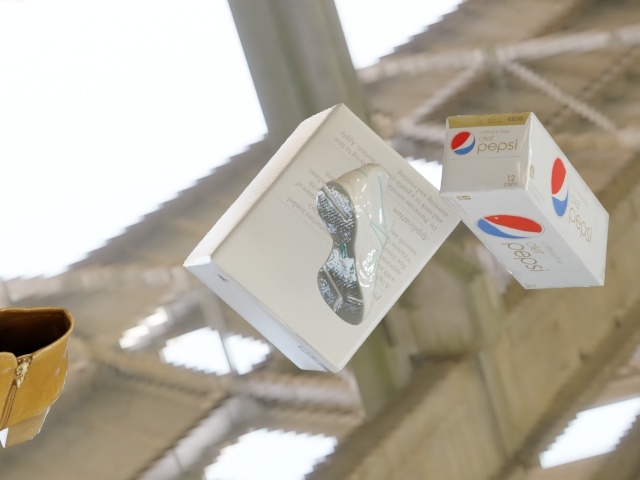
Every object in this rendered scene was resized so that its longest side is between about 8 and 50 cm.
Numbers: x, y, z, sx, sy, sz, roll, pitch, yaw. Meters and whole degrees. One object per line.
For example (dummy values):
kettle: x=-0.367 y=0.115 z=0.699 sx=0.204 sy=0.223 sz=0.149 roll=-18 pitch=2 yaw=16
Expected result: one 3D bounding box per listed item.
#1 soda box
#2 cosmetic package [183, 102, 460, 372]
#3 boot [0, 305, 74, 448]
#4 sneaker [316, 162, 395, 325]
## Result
soda box: x=0.168 y=-0.029 z=1.493 sx=0.074 sy=0.069 sz=0.216 roll=-2 pitch=158 yaw=25
cosmetic package: x=0.000 y=0.000 z=1.647 sx=0.184 sy=0.151 sz=0.151 roll=-50 pitch=-171 yaw=-10
boot: x=-0.385 y=0.161 z=1.818 sx=0.295 sy=0.211 sz=0.104 roll=-21 pitch=-119 yaw=-28
sneaker: x=0.034 y=0.005 z=1.477 sx=0.053 sy=0.152 sz=0.061 roll=31 pitch=-131 yaw=29
